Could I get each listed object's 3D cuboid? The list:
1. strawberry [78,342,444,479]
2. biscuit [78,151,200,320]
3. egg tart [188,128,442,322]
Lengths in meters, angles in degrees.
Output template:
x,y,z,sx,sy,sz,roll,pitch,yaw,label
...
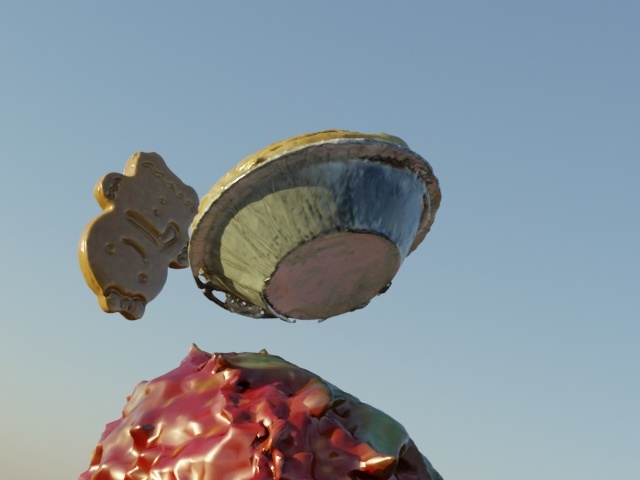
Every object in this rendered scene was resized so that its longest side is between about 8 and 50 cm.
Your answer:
x,y,z,sx,sy,sz,roll,pitch,yaw,label
-0.073,0.237,0.998,0.292,0.343,0.292,39,-14,12,strawberry
-0.189,-0.010,1.635,0.027,0.184,0.133,-19,-68,44,biscuit
0.000,0.000,1.384,0.234,0.094,0.234,-13,-39,-11,egg tart
